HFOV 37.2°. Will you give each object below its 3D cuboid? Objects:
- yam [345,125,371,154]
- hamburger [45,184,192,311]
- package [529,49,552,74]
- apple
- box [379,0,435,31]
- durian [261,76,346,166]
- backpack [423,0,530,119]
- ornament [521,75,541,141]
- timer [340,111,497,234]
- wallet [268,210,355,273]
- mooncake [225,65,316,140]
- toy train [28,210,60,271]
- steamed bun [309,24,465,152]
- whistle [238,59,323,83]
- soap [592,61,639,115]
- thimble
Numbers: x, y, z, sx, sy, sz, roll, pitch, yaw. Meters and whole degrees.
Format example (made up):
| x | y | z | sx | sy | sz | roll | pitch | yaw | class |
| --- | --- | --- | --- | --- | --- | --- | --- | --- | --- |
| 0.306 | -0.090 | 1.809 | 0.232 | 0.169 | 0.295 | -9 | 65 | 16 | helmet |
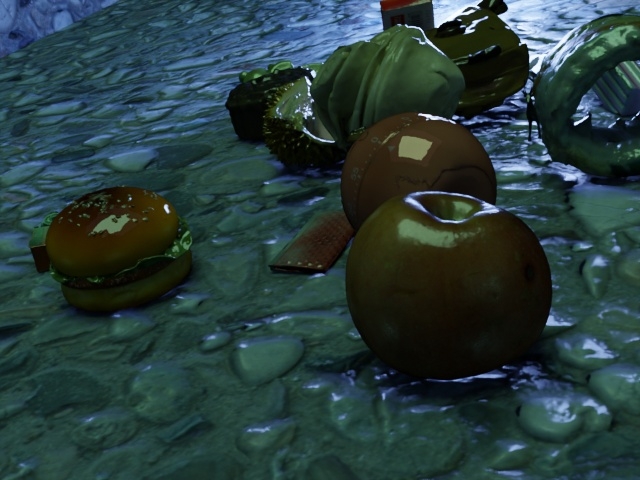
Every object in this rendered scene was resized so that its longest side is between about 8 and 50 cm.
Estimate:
| x | y | z | sx | sy | sz | roll | pitch | yaw | class |
| --- | --- | --- | --- | --- | --- | --- | --- | --- | --- |
| 0.089 | -0.124 | 1.664 | 0.079 | 0.141 | 0.079 | -10 | 24 | 5 | yam |
| -0.334 | -0.002 | 1.571 | 0.246 | 0.169 | 0.246 | -12 | 27 | 6 | hamburger |
| 0.557 | -0.414 | 2.180 | 0.171 | 0.027 | 0.173 | -9 | 26 | -2 | package |
| 0.157 | 0.048 | 1.183 | 0.254 | 0.253 | 0.253 | -10 | 26 | 5 | apple |
| 0.210 | -0.468 | 2.234 | 0.123 | 0.229 | 0.050 | -12 | 47 | 1 | box |
| -0.038 | -0.215 | 1.929 | 0.138 | 0.183 | 0.249 | -43 | 22 | 18 | durian |
| 0.283 | -0.379 | 2.034 | 0.354 | 0.201 | 0.378 | -23 | 24 | -13 | backpack |
| 0.409 | -0.257 | 1.809 | 0.028 | 0.125 | 0.073 | 6 | 33 | 38 | ornament |
| 0.146 | -0.080 | 1.447 | 0.230 | 0.229 | 0.215 | -24 | 29 | -24 | timer |
| 0.000 | 0.000 | 1.589 | 0.103 | 0.020 | 0.196 | 0 | 28 | 26 | wallet |
| -0.100 | -0.314 | 2.160 | 0.228 | 0.124 | 0.228 | -11 | 25 | 5 | mooncake |
| -0.442 | -0.008 | 1.754 | 0.176 | 0.074 | 0.118 | -9 | 35 | -3 | toy train |
| 0.105 | -0.257 | 1.766 | 0.203 | 0.275 | 0.289 | -15 | 33 | -28 | steamed bun |
| -0.098 | -0.397 | 2.361 | 0.228 | 0.105 | 0.085 | -18 | -13 | -7 | whistle |
| 0.584 | -0.311 | 1.868 | 0.056 | 0.100 | 0.149 | -12 | 50 | -12 | soap |
| 0.497 | -0.237 | 1.590 | 0.288 | 0.254 | 0.167 | -34 | 17 | 17 | thimble |
